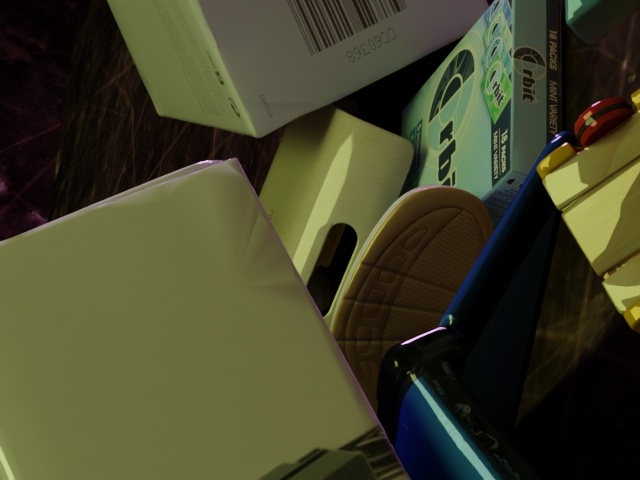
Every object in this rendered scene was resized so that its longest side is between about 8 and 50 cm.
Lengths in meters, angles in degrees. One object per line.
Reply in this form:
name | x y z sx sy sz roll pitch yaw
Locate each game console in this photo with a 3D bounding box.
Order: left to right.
game console | 0.115 0.142 0.839 0.250 0.173 0.293 51 154 33

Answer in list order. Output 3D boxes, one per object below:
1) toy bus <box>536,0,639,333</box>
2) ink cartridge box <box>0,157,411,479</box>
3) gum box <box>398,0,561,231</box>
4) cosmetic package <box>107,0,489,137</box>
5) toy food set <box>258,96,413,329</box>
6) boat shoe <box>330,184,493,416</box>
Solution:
toy bus | 0.201 -0.039 0.726 0.202 0.104 0.190 12 83 32
ink cartridge box | -0.036 0.206 0.783 0.395 0.166 0.285 61 161 23
gum box | 0.107 -0.067 1.156 0.184 0.041 0.157 132 148 -55
cosmetic package | -0.039 -0.204 1.382 0.156 0.217 0.385 65 167 -14
toy food set | 0.000 0.000 1.333 0.306 0.092 0.219 -126 58 -77
boat shoe | 0.045 0.076 1.128 0.096 0.098 0.277 -93 18 -65
